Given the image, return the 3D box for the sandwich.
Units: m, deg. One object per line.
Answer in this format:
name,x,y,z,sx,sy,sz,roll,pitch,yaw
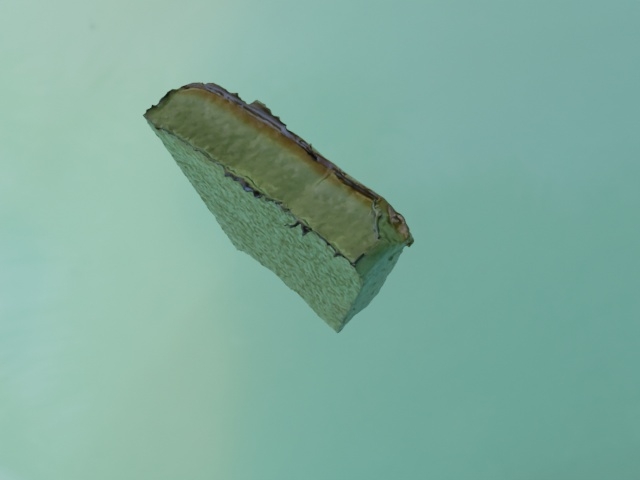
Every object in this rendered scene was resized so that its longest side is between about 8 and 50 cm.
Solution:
sandwich,0.000,0.000,1.335,0.245,0.063,0.212,37,167,40
